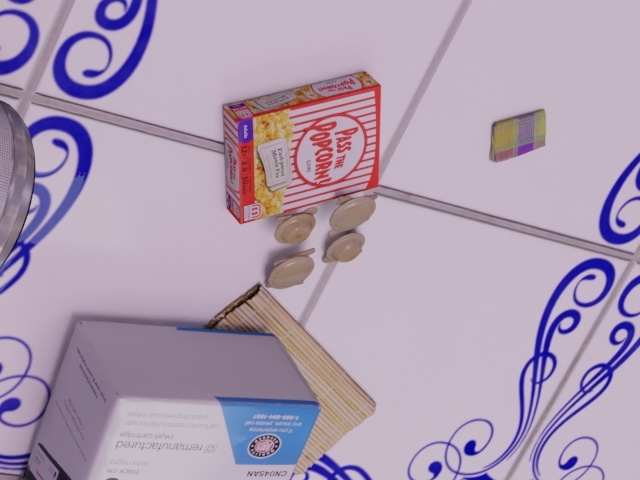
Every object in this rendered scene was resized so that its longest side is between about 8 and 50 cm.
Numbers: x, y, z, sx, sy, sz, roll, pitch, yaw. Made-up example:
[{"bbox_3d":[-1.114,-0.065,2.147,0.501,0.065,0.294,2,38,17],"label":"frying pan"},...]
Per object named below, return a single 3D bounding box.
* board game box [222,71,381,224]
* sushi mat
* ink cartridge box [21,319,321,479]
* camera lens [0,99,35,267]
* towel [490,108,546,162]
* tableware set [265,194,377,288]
[{"bbox_3d":[-0.021,-0.113,2.143,0.193,0.045,0.147,-16,127,-22],"label":"board game box"},{"bbox_3d":[-0.055,0.190,2.343,0.151,0.019,0.316,-42,132,1],"label":"sushi mat"},{"bbox_3d":[-0.211,0.312,2.219,0.285,0.166,0.395,5,120,-31],"label":"ink cartridge box"},{"bbox_3d":[-0.446,-0.071,1.798,0.274,0.219,0.219,20,108,-38],"label":"camera lens"},{"bbox_3d":[0.260,-0.138,2.320,0.083,0.009,0.060,-18,127,-21],"label":"towel"},{"bbox_3d":[0.000,0.000,2.222,0.141,0.020,0.169,-16,147,-19],"label":"tableware set"}]
